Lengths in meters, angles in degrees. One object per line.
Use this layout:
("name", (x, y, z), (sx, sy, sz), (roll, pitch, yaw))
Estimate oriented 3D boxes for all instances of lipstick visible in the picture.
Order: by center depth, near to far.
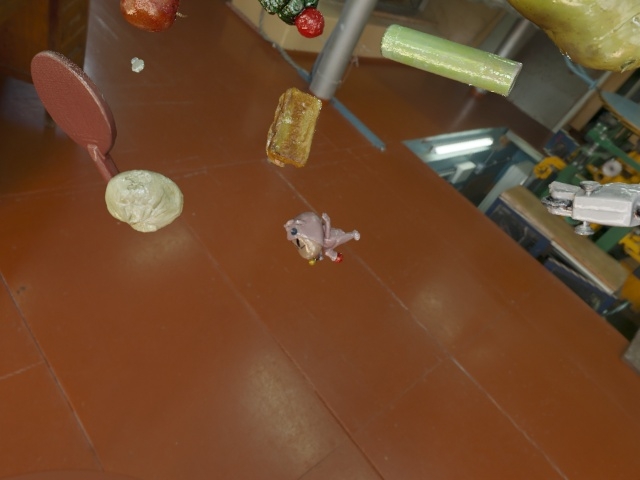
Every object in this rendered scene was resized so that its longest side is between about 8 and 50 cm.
("lipstick", (0.276, -0.395, 1.051), (0.304, 0.076, 0.076), (26, 35, 17))

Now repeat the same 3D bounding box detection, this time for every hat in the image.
("hat", (-0.090, -0.998, 1.996), (0.332, 0.274, 0.242), (53, 26, -13))

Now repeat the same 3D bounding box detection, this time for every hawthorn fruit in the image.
("hawthorn fruit", (-0.525, -0.751, 1.536), (0.200, 0.179, 0.179), (21, 37, -26))

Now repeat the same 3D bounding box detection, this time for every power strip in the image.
("power strip", (-0.712, -0.683, 1.882), (0.083, 0.055, 0.035), (52, 3, 32))

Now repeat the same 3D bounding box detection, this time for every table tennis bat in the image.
("table tennis bat", (-0.677, -0.334, 1.376), (0.268, 0.415, 0.051), (12, 46, 27))

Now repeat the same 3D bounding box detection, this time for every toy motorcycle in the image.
("toy motorcycle", (0.629, -0.081, 1.042), (0.260, 0.110, 0.170), (13, 24, 41))

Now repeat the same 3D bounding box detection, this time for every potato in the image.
("potato", (0.352, -0.330, 0.642), (0.248, 0.143, 0.169), (36, 43, 6))

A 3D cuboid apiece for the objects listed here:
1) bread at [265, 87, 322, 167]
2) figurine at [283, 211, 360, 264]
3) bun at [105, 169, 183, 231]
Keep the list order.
("bread", (-0.119, -0.484, 2.094), (0.195, 0.149, 0.344), (19, 79, -18))
("figurine", (0.000, 0.000, 1.842), (0.287, 0.176, 0.186), (20, 70, -31))
("bun", (-0.515, -0.102, 1.392), (0.220, 0.220, 0.134), (11, 58, -23))
